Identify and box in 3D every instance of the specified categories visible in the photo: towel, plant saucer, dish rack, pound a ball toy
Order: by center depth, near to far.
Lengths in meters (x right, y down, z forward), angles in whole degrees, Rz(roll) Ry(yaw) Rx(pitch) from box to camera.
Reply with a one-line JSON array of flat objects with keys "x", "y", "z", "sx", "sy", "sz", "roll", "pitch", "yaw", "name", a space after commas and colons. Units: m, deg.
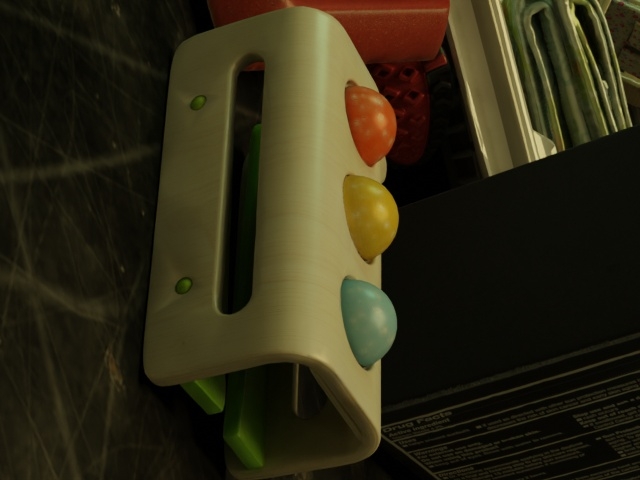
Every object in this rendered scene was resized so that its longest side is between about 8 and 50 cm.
[{"x": 0.000, "y": 0.000, "z": 1.206, "sx": 0.208, "sy": 0.135, "sz": 0.319, "roll": 56, "pitch": 28, "yaw": -46, "name": "pound a ball toy"}, {"x": -0.004, "y": -0.257, "z": 1.361, "sx": 0.259, "sy": 0.047, "sz": 0.258, "roll": -10, "pitch": 83, "yaw": -51, "name": "plant saucer"}, {"x": 0.138, "y": -0.141, "z": 1.648, "sx": 0.333, "sy": 0.072, "sz": 0.285, "roll": -151, "pitch": -134, "yaw": -88, "name": "dish rack"}, {"x": 0.222, "y": -0.108, "z": 1.825, "sx": 0.374, "sy": 0.090, "sz": 0.320, "roll": -132, "pitch": -153, "yaw": -77, "name": "towel"}]

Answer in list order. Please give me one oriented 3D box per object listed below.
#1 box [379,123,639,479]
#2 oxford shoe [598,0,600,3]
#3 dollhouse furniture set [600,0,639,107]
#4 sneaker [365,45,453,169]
[{"x": 0.206, "y": 0.080, "z": 1.446, "sx": 0.294, "sy": 0.296, "sz": 0.183, "roll": 42, "pitch": 36, "yaw": -50, "name": "box"}, {"x": 0.256, "y": -0.227, "z": 1.897, "sx": 0.076, "sy": 0.076, "sz": 0.212, "roll": -102, "pitch": 179, "yaw": -55, "name": "oxford shoe"}, {"x": 0.253, "y": -0.248, "z": 2.154, "sx": 0.174, "sy": 0.303, "sz": 0.355, "roll": -62, "pitch": 173, "yaw": -21, "name": "dollhouse furniture set"}, {"x": 0.049, "y": -0.190, "z": 1.535, "sx": 0.125, "sy": 0.104, "sz": 0.262, "roll": -56, "pitch": 130, "yaw": -68, "name": "sneaker"}]
